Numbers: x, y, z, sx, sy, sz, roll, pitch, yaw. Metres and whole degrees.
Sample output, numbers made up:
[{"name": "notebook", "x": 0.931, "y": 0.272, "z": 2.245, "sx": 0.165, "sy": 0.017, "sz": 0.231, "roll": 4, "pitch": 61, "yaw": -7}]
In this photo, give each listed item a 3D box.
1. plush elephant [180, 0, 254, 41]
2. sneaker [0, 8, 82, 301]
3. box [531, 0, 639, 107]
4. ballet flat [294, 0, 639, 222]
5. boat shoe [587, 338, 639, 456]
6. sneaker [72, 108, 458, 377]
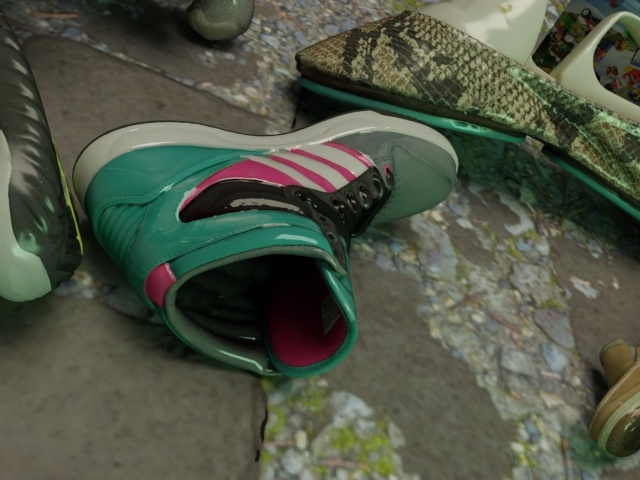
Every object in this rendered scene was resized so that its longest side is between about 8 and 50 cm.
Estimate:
[{"name": "plush elephant", "x": -0.205, "y": -0.315, "z": 0.683, "sx": 0.255, "sy": 0.330, "sz": 0.271, "roll": -19, "pitch": 75, "yaw": -13}, {"name": "sneaker", "x": -0.270, "y": -0.103, "z": 0.539, "sx": 0.147, "sy": 0.145, "sz": 0.384, "roll": -26, "pitch": 61, "yaw": -21}, {"name": "box", "x": 0.348, "y": -0.166, "z": 0.918, "sx": 0.233, "sy": 0.159, "sz": 0.044, "roll": 44, "pitch": 41, "yaw": 15}, {"name": "ballet flat", "x": 0.224, "y": -0.140, "z": 0.800, "sx": 0.483, "sy": 0.182, "sz": 0.164, "roll": 22, "pitch": 15, "yaw": -9}, {"name": "boat shoe", "x": 0.249, "y": 0.111, "z": 0.668, "sx": 0.072, "sy": 0.068, "sz": 0.190, "roll": 40, "pitch": 30, "yaw": 29}, {"name": "sneaker", "x": 0.000, "y": 0.000, "z": 0.574, "sx": 0.296, "sy": 0.123, "sz": 0.178, "roll": -7, "pitch": 49, "yaw": -28}]
